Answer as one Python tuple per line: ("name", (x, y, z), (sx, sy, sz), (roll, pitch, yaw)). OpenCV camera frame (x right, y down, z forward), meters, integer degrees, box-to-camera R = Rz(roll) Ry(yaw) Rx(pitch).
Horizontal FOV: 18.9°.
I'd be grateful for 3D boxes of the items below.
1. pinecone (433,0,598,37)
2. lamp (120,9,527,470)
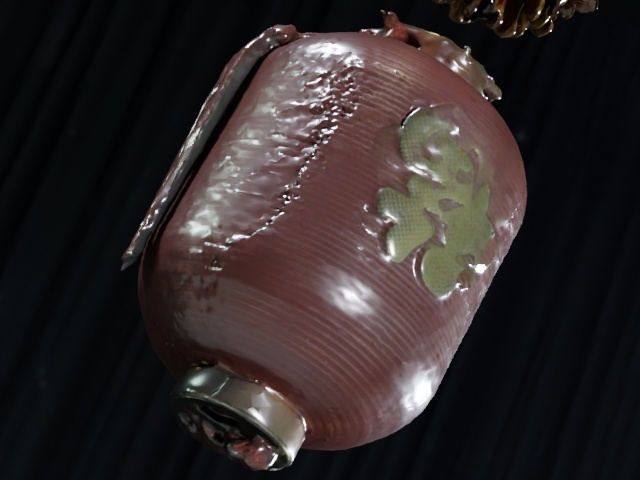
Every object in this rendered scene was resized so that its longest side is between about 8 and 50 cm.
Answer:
("pinecone", (0.155, -0.248, 1.633), (0.173, 0.173, 0.173), (21, -21, 8))
("lamp", (0.000, 0.000, 0.990), (0.180, 0.258, 0.180), (24, -26, 13))
